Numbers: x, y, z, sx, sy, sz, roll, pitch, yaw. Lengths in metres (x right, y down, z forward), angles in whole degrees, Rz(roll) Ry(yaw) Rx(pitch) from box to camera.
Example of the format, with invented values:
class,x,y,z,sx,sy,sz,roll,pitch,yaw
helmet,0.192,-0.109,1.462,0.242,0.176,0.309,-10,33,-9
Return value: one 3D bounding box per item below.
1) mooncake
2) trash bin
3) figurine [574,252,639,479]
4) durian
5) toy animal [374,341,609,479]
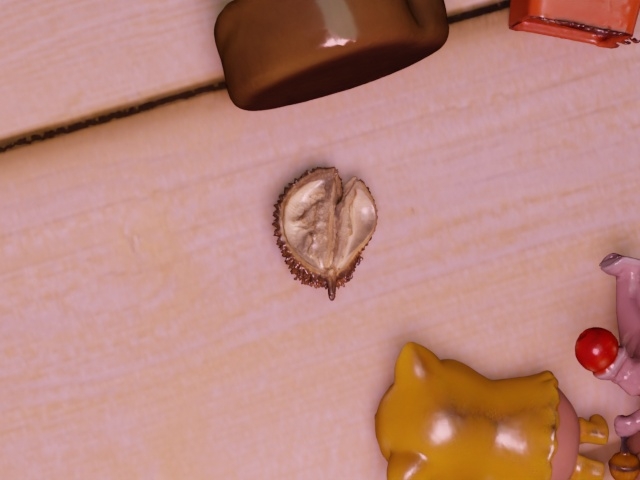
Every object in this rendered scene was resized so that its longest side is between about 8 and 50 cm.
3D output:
class,x,y,z,sx,sy,sz,roll,pitch,yaw
mooncake,0.001,-0.209,1.615,0.234,0.235,0.117,-17,89,-9
trash bin,0.288,-0.322,1.699,0.184,0.161,0.239,8,90,-6
figurine,0.347,0.161,1.633,0.186,0.176,0.287,-41,110,0
durian,0.002,0.001,1.659,0.110,0.071,0.140,2,70,-12
toy animal,0.171,0.192,1.626,0.229,0.156,0.156,9,82,-10
